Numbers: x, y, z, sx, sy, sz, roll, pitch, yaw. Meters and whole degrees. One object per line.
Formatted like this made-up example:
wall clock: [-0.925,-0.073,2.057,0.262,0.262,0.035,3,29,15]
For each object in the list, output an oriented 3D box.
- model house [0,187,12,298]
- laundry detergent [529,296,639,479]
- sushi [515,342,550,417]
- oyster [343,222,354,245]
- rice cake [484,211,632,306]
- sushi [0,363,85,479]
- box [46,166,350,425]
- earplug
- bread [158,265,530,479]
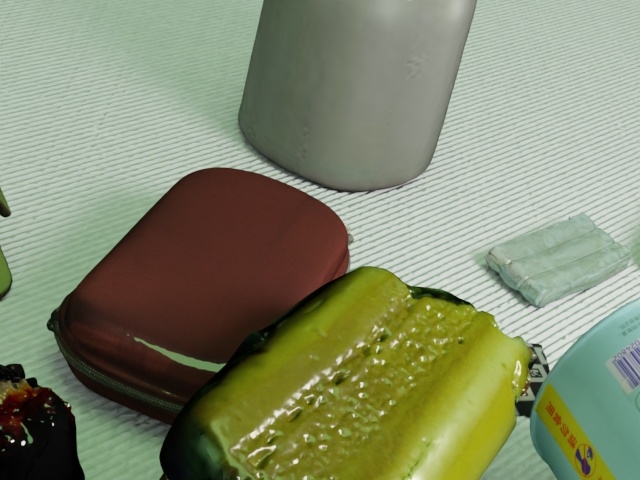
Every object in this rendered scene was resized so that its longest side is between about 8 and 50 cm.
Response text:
model house: [-0.450,-0.086,1.218,0.205,0.278,0.218,-8,42,-31]
laundry detergent: [0.396,0.239,1.052,0.287,0.287,0.305,-2,38,-22]
sushi: [0.193,0.149,1.327,0.201,0.031,0.139,7,36,-10]
oyster: [-0.001,-0.002,1.467,0.093,0.034,0.051,-2,59,-21]
rice cake: [0.333,0.026,1.540,0.211,0.038,0.124,-14,43,-33]
sushi: [-0.298,0.191,0.996,0.150,0.153,0.172,13,9,34]
box: [-0.122,0.056,1.276,0.263,0.108,0.404,22,37,11]
earplug: [0.063,-0.311,1.608,0.313,0.394,0.312,9,37,-7]
bread: [0.019,0.194,1.051,0.251,0.208,0.376,34,39,15]
